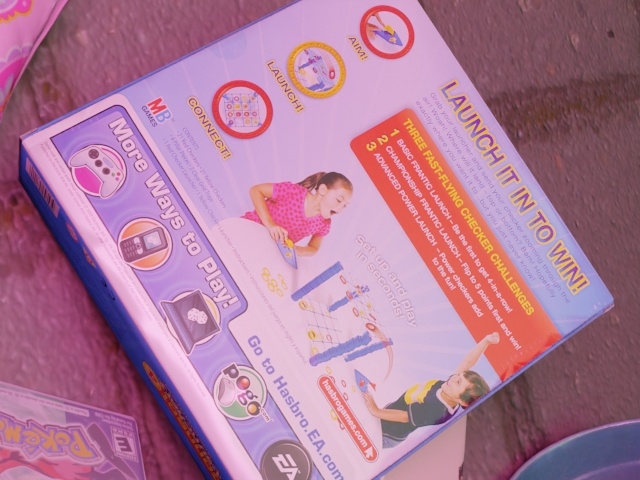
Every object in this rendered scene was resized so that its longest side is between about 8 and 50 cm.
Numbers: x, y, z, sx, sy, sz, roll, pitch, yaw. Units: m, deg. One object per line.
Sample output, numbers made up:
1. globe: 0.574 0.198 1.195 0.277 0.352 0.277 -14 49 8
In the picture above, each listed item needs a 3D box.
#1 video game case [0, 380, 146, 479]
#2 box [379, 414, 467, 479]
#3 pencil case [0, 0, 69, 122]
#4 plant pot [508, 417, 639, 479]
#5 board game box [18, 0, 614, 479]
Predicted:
1. video game case: -0.188 0.155 0.624 0.201 0.023 0.183 24 28 -34
2. box: 0.048 0.152 0.831 0.094 0.113 0.275 19 71 -36
3. pencil case: -0.239 -0.085 0.632 0.124 0.124 0.284 29 64 -32
4. plant pot: 0.311 0.338 0.925 0.271 0.271 0.255 -31 115 -39
5. board game box: 0.000 0.000 0.737 0.302 0.086 0.308 -31 87 -22
